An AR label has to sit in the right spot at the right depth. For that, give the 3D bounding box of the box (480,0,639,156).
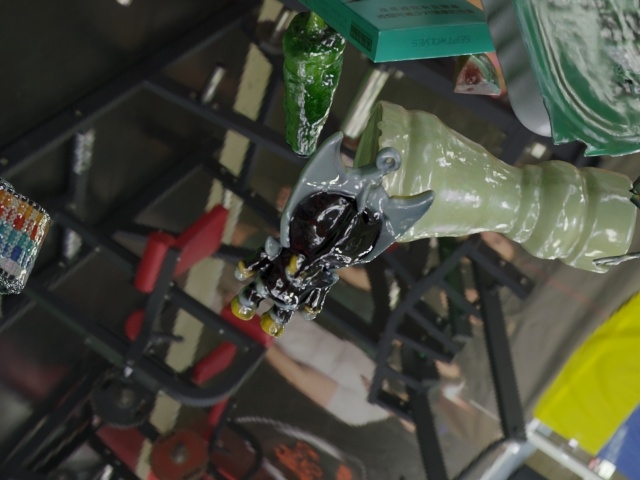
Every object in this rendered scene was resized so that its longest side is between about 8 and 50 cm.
[{"bbox_3d":[0.236,-0.225,0.814,0.264,0.336,0.106,-8,169,-28],"label":"box"}]

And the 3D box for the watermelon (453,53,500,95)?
[{"bbox_3d":[0.243,-0.257,1.419,0.072,0.092,0.084,-29,-157,34],"label":"watermelon"}]

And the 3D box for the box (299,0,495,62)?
[{"bbox_3d":[0.080,-0.269,1.041,0.161,0.226,0.042,-9,126,-26],"label":"box"}]

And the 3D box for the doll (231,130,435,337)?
[{"bbox_3d":[0.004,0.002,1.146,0.316,0.145,0.103,-51,175,26],"label":"doll"}]

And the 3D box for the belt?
[{"bbox_3d":[-0.552,-0.044,1.341,0.207,0.295,0.160,-19,-132,58],"label":"belt"}]

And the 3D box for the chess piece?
[{"bbox_3d":[0.276,-0.071,1.478,0.234,0.442,0.234,-167,-90,-84],"label":"chess piece"}]

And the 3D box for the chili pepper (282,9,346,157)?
[{"bbox_3d":[-0.017,-0.270,1.467,0.270,0.099,0.136,103,10,-56],"label":"chili pepper"}]

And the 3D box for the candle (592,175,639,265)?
[{"bbox_3d":[0.522,-0.057,1.228,0.330,0.187,0.187,-52,172,20],"label":"candle"}]
